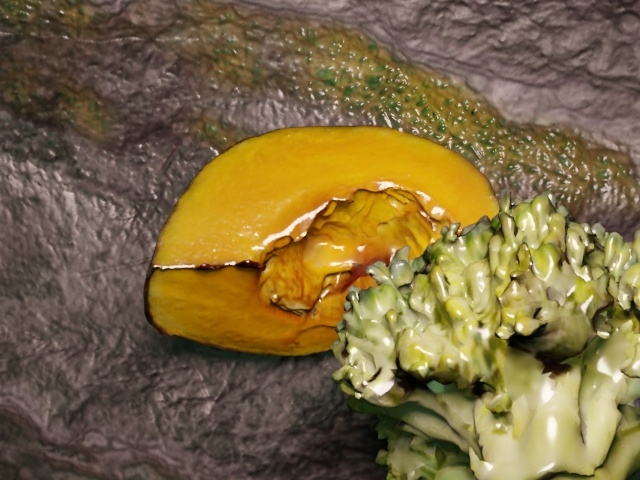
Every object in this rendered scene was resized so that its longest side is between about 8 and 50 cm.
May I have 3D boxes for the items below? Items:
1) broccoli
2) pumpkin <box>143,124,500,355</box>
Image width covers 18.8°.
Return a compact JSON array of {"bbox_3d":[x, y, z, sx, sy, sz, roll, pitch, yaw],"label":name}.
[{"bbox_3d":[0.189,0.115,1.609,0.324,0.272,0.334,-42,124,-10],"label":"broccoli"},{"bbox_3d":[0.000,0.000,1.714,0.312,0.169,0.148,-5,57,0],"label":"pumpkin"}]
